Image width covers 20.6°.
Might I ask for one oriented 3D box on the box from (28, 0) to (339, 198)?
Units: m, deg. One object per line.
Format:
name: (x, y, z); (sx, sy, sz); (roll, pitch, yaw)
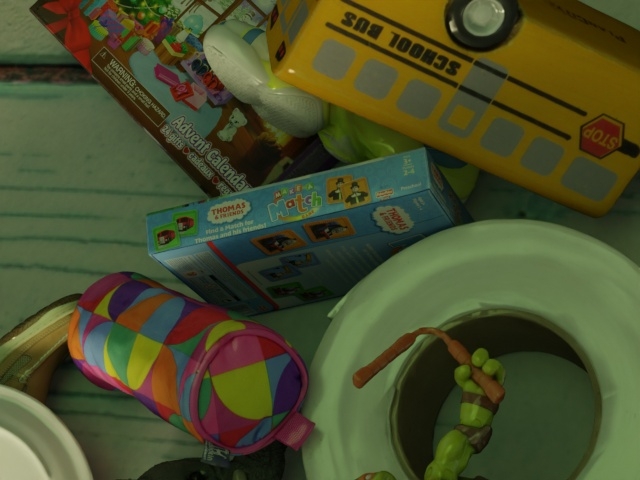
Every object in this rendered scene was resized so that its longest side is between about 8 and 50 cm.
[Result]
box: (-0.080, -0.166, 1.450); (0.201, 0.057, 0.293); (-45, 63, -1)

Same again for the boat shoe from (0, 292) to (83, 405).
boat shoe: (-0.241, 0.122, 1.404); (0.190, 0.068, 0.072); (-42, 76, 14)

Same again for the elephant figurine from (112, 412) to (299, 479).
elephant figurine: (-0.111, 0.234, 1.278); (0.169, 0.186, 0.239); (-47, 43, 40)

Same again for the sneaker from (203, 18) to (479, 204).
sneaker: (0.031, -0.124, 1.323); (0.126, 0.240, 0.091); (-61, 23, -9)

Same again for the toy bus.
toy bus: (0.138, -0.118, 1.239); (0.130, 0.332, 0.108); (-59, 20, 23)

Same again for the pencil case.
pencil case: (-0.101, 0.090, 1.292); (0.104, 0.104, 0.236); (-58, 32, -7)

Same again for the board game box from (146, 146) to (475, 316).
board game box: (0.000, 0.000, 1.303); (0.211, 0.160, 0.039); (-12, 66, 15)

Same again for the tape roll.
tape roll: (0.132, 0.131, 1.242); (0.286, 0.100, 0.286); (-7, 69, 18)

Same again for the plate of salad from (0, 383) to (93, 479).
plate of salad: (-0.265, 0.208, 1.363); (0.200, 0.048, 0.200); (0, 88, 11)

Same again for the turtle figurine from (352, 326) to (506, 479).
turtle figurine: (0.099, 0.199, 1.122); (0.217, 0.087, 0.269); (15, 63, 14)
